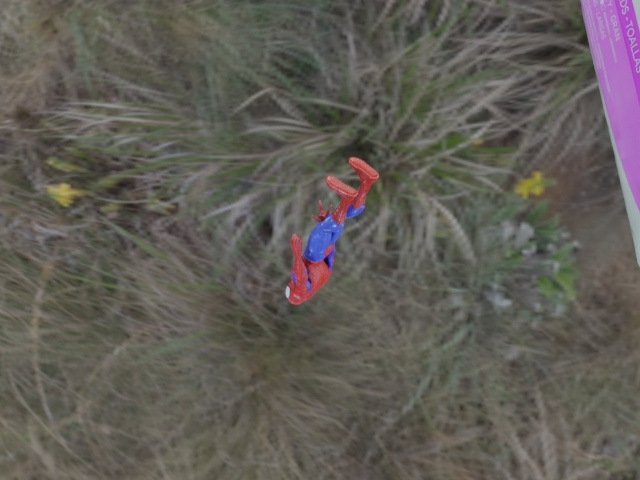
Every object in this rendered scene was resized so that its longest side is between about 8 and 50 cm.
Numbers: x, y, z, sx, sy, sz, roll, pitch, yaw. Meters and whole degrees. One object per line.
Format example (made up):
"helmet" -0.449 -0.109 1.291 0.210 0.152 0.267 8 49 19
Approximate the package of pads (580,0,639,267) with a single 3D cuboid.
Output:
"package of pads" 0.297 -0.142 0.884 0.101 0.229 0.296 7 64 -34

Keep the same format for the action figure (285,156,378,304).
"action figure" 0.000 0.000 0.756 0.030 0.115 0.038 33 46 11
